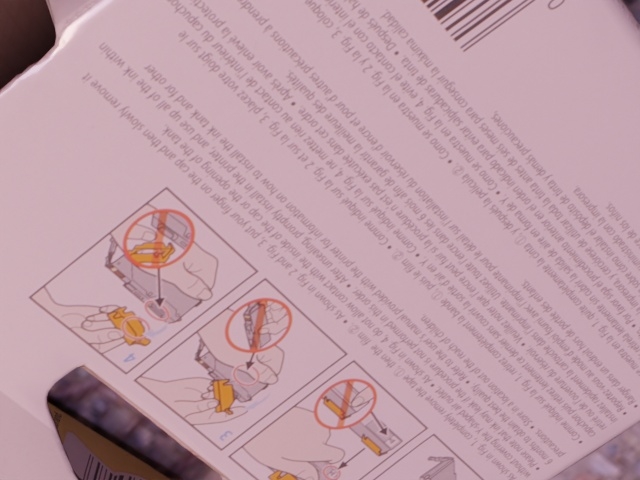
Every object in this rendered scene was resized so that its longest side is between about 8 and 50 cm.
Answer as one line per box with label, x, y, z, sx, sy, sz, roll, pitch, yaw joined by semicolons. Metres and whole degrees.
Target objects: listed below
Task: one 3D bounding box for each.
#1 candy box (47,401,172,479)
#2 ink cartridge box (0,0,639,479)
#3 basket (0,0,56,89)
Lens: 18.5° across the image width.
candy box;-0.206;0.118;0.788;0.316;0.087;0.183;35;109;-11
ink cartridge box;0.000;0.000;0.672;0.261;0.066;0.296;-36;132;11
basket;-0.142;-0.078;0.677;0.204;0.154;0.226;-2;116;16
